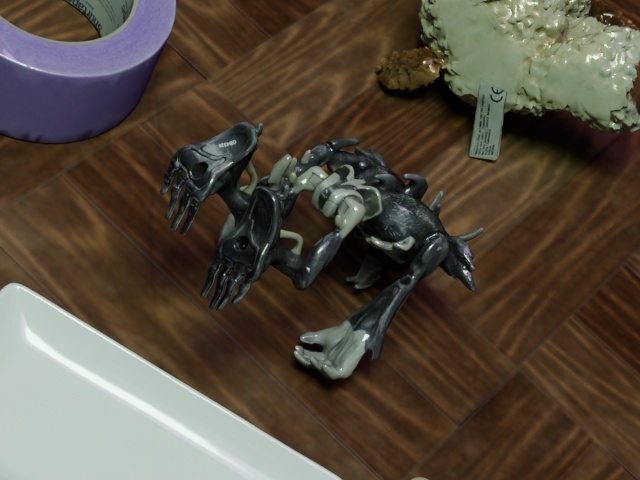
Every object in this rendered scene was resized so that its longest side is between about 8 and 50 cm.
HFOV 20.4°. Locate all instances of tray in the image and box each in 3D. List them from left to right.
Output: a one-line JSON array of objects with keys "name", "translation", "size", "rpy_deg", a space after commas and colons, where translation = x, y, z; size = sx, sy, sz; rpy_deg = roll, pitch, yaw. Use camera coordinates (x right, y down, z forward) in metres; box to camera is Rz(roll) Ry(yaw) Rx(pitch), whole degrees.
[{"name": "tray", "translation": [-0.125, 0.147, 1.158], "size": [0.270, 0.030, 0.145], "rpy_deg": [32, 48, -1]}]

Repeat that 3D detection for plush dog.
[{"name": "plush dog", "translation": [0.168, -0.208, 1.506], "size": [0.262, 0.210, 0.225], "rpy_deg": [57, 31, -14]}]

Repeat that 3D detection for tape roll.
[{"name": "tape roll", "translation": [-0.208, -0.170, 1.330], "size": [0.189, 0.080, 0.189], "rpy_deg": [13, 51, -16]}]

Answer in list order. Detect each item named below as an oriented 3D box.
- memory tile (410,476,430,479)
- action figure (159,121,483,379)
[{"name": "memory tile", "translation": [0.040, 0.214, 1.172], "size": [0.148, 0.012, 0.113], "rpy_deg": [-1, 65, -39]}, {"name": "action figure", "translation": [0.000, 0.000, 1.267], "size": [0.276, 0.141, 0.164], "rpy_deg": [10, 37, -53]}]
